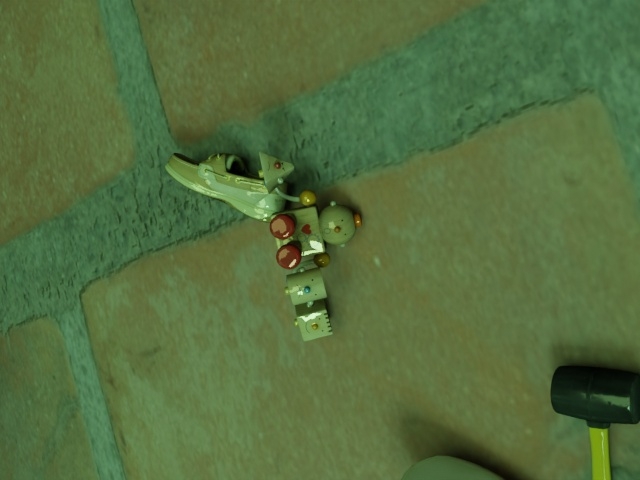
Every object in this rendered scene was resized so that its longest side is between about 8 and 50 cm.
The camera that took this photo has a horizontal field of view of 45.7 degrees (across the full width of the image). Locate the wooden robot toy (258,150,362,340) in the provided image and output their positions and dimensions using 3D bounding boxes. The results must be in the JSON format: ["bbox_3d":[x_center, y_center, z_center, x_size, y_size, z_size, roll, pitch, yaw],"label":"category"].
[{"bbox_3d":[0.000,0.000,0.658,0.079,0.076,0.173,-13,100,0],"label":"wooden robot toy"}]

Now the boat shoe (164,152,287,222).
[{"bbox_3d":[-0.087,-0.061,0.726,0.135,0.050,0.045,24,105,19],"label":"boat shoe"}]

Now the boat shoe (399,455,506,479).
[{"bbox_3d":[0.162,0.328,0.551,0.340,0.127,0.158,48,145,36],"label":"boat shoe"}]

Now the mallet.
[{"bbox_3d":[0.216,0.183,0.555,0.062,0.039,0.190,-9,93,37],"label":"mallet"}]
